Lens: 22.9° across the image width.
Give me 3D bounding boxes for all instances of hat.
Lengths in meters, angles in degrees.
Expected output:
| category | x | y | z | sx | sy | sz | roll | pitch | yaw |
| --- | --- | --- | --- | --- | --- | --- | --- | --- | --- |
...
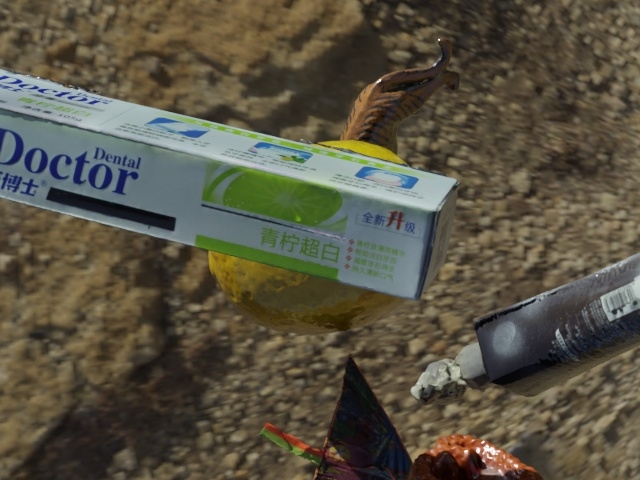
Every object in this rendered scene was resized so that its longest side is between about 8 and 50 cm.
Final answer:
| category | x | y | z | sx | sy | sz | roll | pitch | yaw |
| --- | --- | --- | --- | --- | --- | --- | --- | --- | --- |
| hat | 0.098 | 0.227 | 1.079 | 0.112 | 0.093 | 0.162 | 30 | 122 | 60 |

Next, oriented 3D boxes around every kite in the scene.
| category | x | y | z | sx | sy | sz | roll | pitch | yaw |
| --- | --- | --- | --- | --- | --- | --- | --- | --- | --- |
| kite | 0.021 | 0.197 | 1.390 | 0.159 | 0.010 | 0.190 | 17 | 81 | -5 |

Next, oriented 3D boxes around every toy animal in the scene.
| category | x | y | z | sx | sy | sz | roll | pitch | yaw |
| --- | --- | --- | --- | --- | --- | --- | --- | --- | --- |
| toy animal | 0.058 | -0.090 | 1.518 | 0.057 | 0.099 | 0.241 | 46 | 122 | 36 |

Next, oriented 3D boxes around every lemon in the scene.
| category | x | y | z | sx | sy | sz | roll | pitch | yaw |
| --- | --- | --- | --- | --- | --- | --- | --- | --- | --- |
| lemon | 0.000 | 0.000 | 1.345 | 0.207 | 0.170 | 0.170 | -18 | 84 | 8 |

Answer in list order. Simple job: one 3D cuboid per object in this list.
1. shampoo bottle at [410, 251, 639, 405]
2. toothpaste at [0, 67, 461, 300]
| category | x | y | z | sx | sy | sz | roll | pitch | yaw |
| --- | --- | --- | --- | --- | --- | --- | --- | --- | --- |
| shampoo bottle | 0.153 | 0.066 | 1.071 | 0.207 | 0.063 | 0.057 | -29 | 66 | 36 |
| toothpaste | -0.084 | -0.040 | 1.005 | 0.336 | 0.081 | 0.067 | 14 | 108 | 11 |
